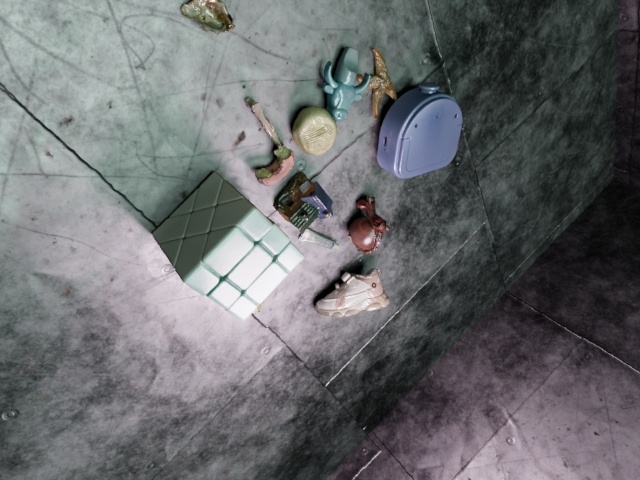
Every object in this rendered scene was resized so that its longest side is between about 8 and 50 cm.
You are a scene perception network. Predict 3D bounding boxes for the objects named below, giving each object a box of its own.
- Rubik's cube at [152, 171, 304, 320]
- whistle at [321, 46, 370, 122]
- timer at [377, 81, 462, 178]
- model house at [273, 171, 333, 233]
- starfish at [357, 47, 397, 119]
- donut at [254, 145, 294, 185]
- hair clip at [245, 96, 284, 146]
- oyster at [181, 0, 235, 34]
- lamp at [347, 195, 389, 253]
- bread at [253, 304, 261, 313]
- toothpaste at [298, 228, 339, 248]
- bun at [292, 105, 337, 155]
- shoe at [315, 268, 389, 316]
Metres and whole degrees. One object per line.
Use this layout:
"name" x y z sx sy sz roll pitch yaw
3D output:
"Rubik's cube" -0.310 0.019 1.599 0.322 0.319 0.316 -47 136 -4
"whistle" 0.079 -0.556 1.717 0.186 0.093 0.274 3 111 -33
"timer" 0.414 -0.467 1.974 0.395 0.173 0.395 -21 131 -27
"model house" -0.053 -0.131 1.814 0.183 0.172 0.166 -47 136 -5
"starfish" 0.213 -0.607 1.825 0.138 0.050 0.247 -42 127 -10
"donut" -0.161 -0.263 1.709 0.166 0.065 0.117 -41 162 -2
"hair clip" -0.190 -0.403 1.629 0.034 0.072 0.226 -40 143 -2
"oyster" -0.317 -0.652 1.368 0.148 0.051 0.103 33 96 -30
"lamp" 0.209 -0.060 2.086 0.223 0.215 0.151 -43 154 23
"bread" -0.296 0.224 1.899 0.156 0.103 0.110 18 92 -49
"toothpaste" 0.000 0.000 2.033 0.216 0.037 0.062 19 104 -39
"bun" -0.024 -0.401 1.724 0.164 0.111 0.188 -30 136 3
"shoe" 0.138 0.246 2.220 0.351 0.172 0.198 -10 86 -13
